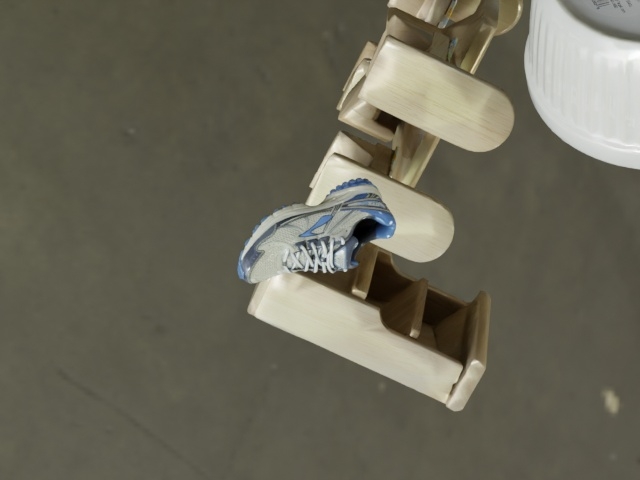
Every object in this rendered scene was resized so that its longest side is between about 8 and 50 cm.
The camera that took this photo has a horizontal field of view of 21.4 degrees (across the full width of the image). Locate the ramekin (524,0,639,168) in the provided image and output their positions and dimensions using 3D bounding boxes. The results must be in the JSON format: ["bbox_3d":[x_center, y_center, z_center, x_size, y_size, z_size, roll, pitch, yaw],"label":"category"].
[{"bbox_3d":[0.250,-0.163,1.239,0.207,0.207,0.109,-59,153,-29],"label":"ramekin"}]

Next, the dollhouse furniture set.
[{"bbox_3d":[0.124,-0.060,1.795,0.362,0.256,0.394,-74,-170,-65],"label":"dollhouse furniture set"}]

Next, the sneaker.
[{"bbox_3d":[0.000,0.000,1.293,0.135,0.058,0.052,-29,145,-21],"label":"sneaker"}]
